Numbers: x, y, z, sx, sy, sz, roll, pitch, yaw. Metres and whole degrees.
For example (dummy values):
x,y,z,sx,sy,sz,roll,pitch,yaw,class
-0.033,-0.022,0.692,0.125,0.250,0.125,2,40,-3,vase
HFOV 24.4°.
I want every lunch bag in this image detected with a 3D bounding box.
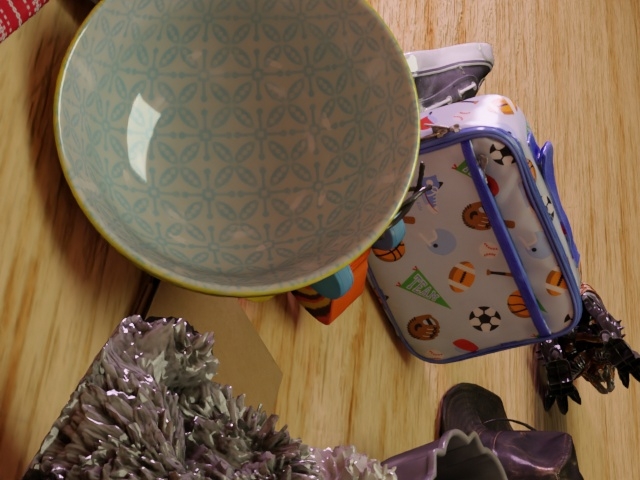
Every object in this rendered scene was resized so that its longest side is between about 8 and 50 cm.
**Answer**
x,y,z,sx,sy,sz,roll,pitch,yaw,class
0.164,-0.013,1.678,0.303,0.243,0.115,64,26,-26,lunch bag

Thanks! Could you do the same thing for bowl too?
x,y,z,sx,sy,sz,roll,pitch,yaw,class
-0.074,-0.083,1.233,0.156,0.289,0.289,130,-49,-75,bowl

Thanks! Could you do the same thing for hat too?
x,y,z,sx,sy,sz,roll,pitch,yaw,class
0.269,0.319,1.861,0.331,0.134,0.331,43,40,-52,hat

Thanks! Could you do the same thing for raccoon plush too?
x,y,z,sx,sy,sz,roll,pitch,yaw,class
-0.065,0.245,0.890,0.299,0.216,0.446,30,27,-3,raccoon plush

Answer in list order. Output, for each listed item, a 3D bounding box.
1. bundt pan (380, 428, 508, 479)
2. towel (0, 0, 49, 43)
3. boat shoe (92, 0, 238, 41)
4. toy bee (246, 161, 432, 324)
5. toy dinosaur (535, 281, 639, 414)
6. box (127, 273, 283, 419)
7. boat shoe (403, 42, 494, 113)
x,y,z,sx,sy,sz,roll,pitch,yaw,class
0.118,0.364,1.507,0.331,0.124,0.331,44,38,-49,bundt pan
-0.289,-0.212,1.047,0.199,0.031,0.275,67,25,-21,towel
-0.131,-0.214,1.310,0.306,0.113,0.105,35,28,-39,boat shoe
0.004,-0.039,1.395,0.162,0.298,0.195,45,46,8,toy bee
0.382,0.137,2.260,0.322,0.164,0.218,35,28,-31,toy dinosaur
-0.099,0.105,1.300,0.201,0.021,0.164,60,28,-31,box
0.155,-0.196,1.935,0.301,0.108,0.102,-20,95,-64,boat shoe
